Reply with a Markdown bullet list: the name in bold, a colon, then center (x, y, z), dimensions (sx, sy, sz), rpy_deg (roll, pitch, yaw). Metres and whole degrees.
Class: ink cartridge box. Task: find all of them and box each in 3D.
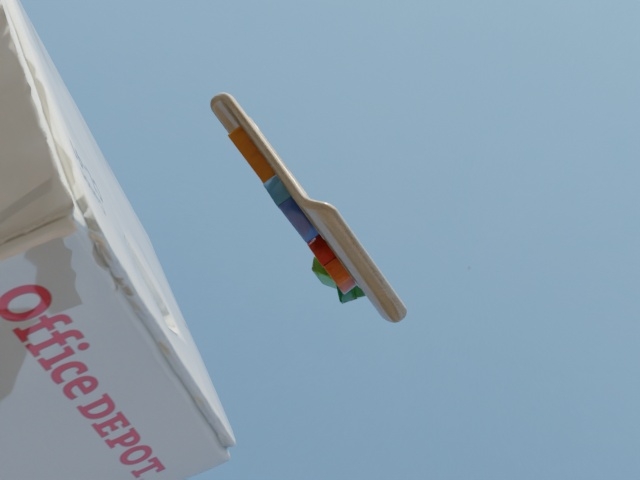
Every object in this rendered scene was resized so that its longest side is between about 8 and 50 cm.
- **ink cartridge box**: center (-0.213, 0.055, 0.618), dimensions (0.306, 0.226, 0.131), rpy_deg (-24, -120, -3)

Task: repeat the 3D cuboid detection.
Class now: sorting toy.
- **sorting toy**: center (0.000, 0.000, 0.450), dimensions (0.012, 0.083, 0.062), rpy_deg (-39, -133, -3)
